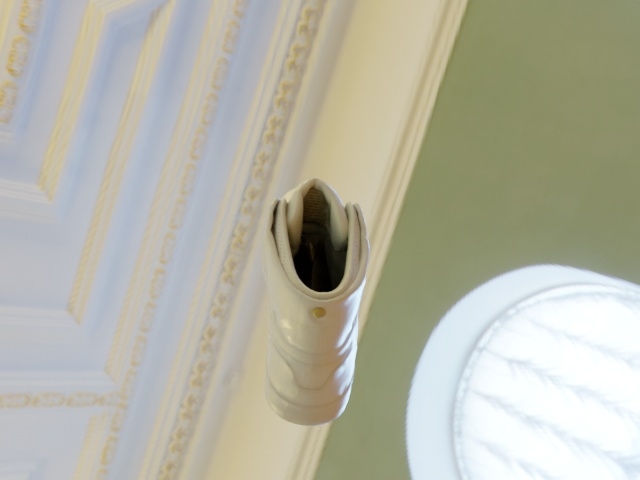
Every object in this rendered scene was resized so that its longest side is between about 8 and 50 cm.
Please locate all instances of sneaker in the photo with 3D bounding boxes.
[{"bbox_3d":[0.000,0.000,0.761,0.108,0.293,0.169,3,-52,-6],"label":"sneaker"}]
